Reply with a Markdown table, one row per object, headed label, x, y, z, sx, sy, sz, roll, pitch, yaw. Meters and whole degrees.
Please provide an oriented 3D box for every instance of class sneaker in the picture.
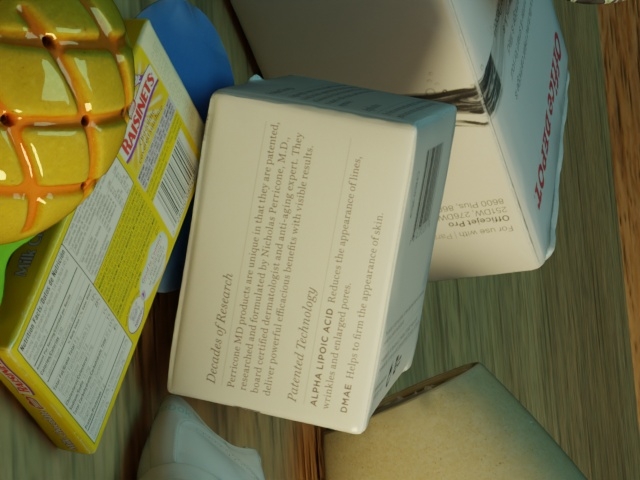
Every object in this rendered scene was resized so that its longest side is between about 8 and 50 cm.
| label | x | y | z | sx | sy | sz | roll | pitch | yaw |
| --- | --- | --- | --- | --- | --- | --- | --- | --- | --- |
| sneaker | -0.043 | 0.172 | 0.981 | 0.094 | 0.080 | 0.212 | -94 | 163 | -45 |

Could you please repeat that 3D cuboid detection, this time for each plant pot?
| label | x | y | z | sx | sy | sz | roll | pitch | yaw |
| --- | --- | --- | --- | --- | --- | --- | --- | --- | --- |
| plant pot | 0.112 | 0.238 | 1.187 | 0.274 | 0.257 | 0.256 | 66 | 20 | 2 |

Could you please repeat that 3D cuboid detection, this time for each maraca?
| label | x | y | z | sx | sy | sz | roll | pitch | yaw |
| --- | --- | --- | --- | --- | --- | --- | --- | --- | --- |
| maraca | -0.147 | -0.045 | 0.731 | 0.127 | 0.099 | 0.185 | 41 | 70 | -51 |

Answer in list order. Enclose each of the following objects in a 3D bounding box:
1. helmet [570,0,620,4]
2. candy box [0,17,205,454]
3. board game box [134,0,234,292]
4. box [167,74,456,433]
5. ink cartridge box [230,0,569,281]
| label | x | y | z | sx | sy | sz | roll | pitch | yaw |
| --- | --- | --- | --- | --- | --- | --- | --- | --- | --- |
| helmet | 0.193 | -0.249 | 1.152 | 0.161 | 0.169 | 0.169 | -94 | 169 | -65 |
| candy box | -0.112 | -0.004 | 0.853 | 0.105 | 0.027 | 0.205 | 61 | 39 | -49 |
| board game box | -0.098 | -0.055 | 0.955 | 0.133 | 0.033 | 0.168 | 12 | 83 | -66 |
| box | 0.000 | 0.000 | 0.989 | 0.181 | 0.119 | 0.181 | -33 | 134 | -75 |
| ink cartridge box | 0.062 | -0.200 | 1.257 | 0.285 | 0.166 | 0.395 | -75 | 150 | -46 |
